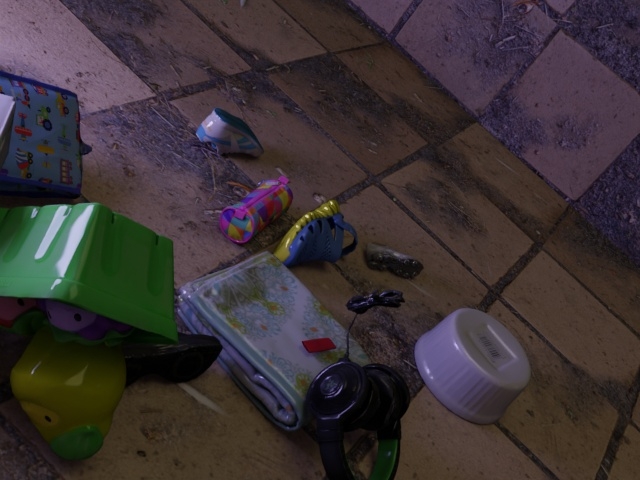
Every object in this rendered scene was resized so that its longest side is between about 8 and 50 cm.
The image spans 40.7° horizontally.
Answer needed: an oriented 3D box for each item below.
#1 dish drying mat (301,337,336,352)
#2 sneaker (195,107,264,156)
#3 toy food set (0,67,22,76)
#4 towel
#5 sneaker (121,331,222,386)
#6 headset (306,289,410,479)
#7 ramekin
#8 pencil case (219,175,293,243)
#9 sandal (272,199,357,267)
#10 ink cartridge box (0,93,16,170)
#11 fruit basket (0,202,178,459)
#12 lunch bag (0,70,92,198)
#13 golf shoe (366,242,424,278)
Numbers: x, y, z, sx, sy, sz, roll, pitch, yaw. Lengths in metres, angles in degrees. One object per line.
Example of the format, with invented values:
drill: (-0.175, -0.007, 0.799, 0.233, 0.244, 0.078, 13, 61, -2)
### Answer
dish drying mat: (-0.003, 0.218, 1.794, 0.083, 0.008, 0.032, -2, 49, -48)
sneaker: (-0.235, -0.269, 2.265, 0.229, 0.092, 0.087, 27, 26, -55)
toy food set: (-0.769, -0.377, 1.915, 0.192, 0.038, 0.132, 23, 28, -14)
towel: (-0.087, 0.197, 1.818, 0.374, 0.090, 0.321, 47, 34, 13)
sneaker: (-0.309, 0.191, 1.596, 0.286, 0.109, 0.130, 5, 39, -44)
headset: (0.099, 0.299, 1.682, 0.243, 0.185, 0.393, 18, 64, -55)
ramekin: (0.381, 0.297, 2.115, 0.277, 0.135, 0.277, 26, 34, -19)
pencil case: (-0.152, -0.077, 2.089, 0.104, 0.104, 0.236, 40, 33, 2)
sandal: (0.000, 0.000, 2.127, 0.138, 0.126, 0.317, 47, 34, 6)
ink cartridge box: (-0.670, -0.159, 1.370, 0.308, 0.129, 0.223, 13, 41, -13)
fruit basket: (-0.415, 0.147, 1.352, 0.283, 0.392, 0.392, 32, 26, -49)
lunch bag: (-0.582, -0.204, 1.719, 0.293, 0.138, 0.220, 4, 77, -49)
golf shoe: (0.199, 0.045, 2.319, 0.176, 0.069, 0.086, 18, 31, -30)
